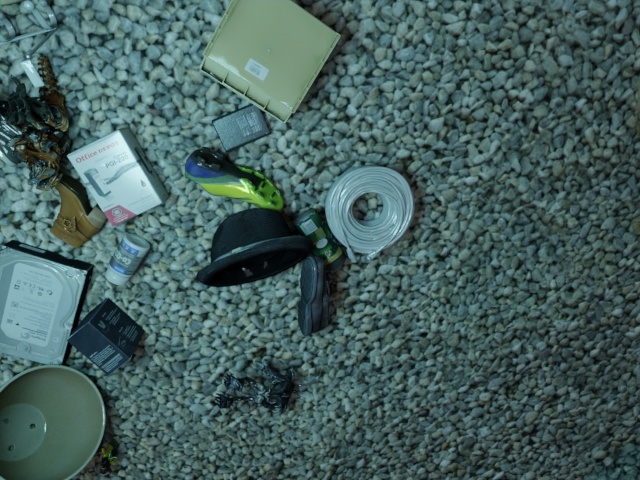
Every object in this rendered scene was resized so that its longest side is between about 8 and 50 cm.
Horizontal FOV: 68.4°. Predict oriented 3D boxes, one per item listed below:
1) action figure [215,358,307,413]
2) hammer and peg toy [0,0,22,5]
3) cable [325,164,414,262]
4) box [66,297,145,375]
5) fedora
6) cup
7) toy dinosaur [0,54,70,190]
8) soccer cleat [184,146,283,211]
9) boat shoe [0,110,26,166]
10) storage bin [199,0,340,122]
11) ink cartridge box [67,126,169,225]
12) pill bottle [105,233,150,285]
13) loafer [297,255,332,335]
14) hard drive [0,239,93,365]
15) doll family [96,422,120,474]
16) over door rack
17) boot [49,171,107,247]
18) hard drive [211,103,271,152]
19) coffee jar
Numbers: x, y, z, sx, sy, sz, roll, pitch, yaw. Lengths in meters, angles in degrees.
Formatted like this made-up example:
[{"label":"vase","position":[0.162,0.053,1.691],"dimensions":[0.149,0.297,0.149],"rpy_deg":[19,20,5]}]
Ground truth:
[{"label":"action figure","position":[-0.185,0.462,1.492],"dimensions":[0.276,0.141,0.164],"rpy_deg":[11,100,-36]},{"label":"hammer and peg toy","position":[-0.682,-0.744,1.042],"dimensions":[0.266,0.127,0.361],"rpy_deg":[-17,109,2]},{"label":"cable","position":[0.142,-0.092,1.359],"dimensions":[0.257,0.089,0.257],"rpy_deg":[-31,108,4]},{"label":"box","position":[-0.620,0.277,1.373],"dimensions":[0.093,0.156,0.158],"rpy_deg":[-37,108,8]},{"label":"fedora","position":[-0.193,0.010,1.308],"dimensions":[0.334,0.334,0.152],"rpy_deg":[-17,74,0]},{"label":"cup","position":[-0.852,0.555,1.387],"dimensions":[0.237,0.331,0.331],"rpy_deg":[-24,112,34]},{"label":"toy dinosaur","position":[-0.709,-0.293,1.162],"dimensions":[0.165,0.218,0.321],"rpy_deg":[-24,76,12]},{"label":"soccer cleat","position":[-0.240,-0.154,1.317],"dimensions":[0.289,0.093,0.121],"rpy_deg":[28,134,-18]},{"label":"boat shoe","position":[-0.841,-0.347,1.177],"dimensions":[0.096,0.112,0.335],"rpy_deg":[-34,114,-10]},{"label":"storage bin","position":[-0.127,-0.476,1.187],"dimensions":[0.262,0.123,0.260],"rpy_deg":[30,104,-14]},{"label":"ink cartridge box","position":[-0.538,-0.172,1.265],"dimensions":[0.159,0.092,0.217],"rpy_deg":[-25,107,3]},{"label":"pill bottle","position":[-0.554,0.056,1.346],"dimensions":[0.078,0.078,0.137],"rpy_deg":[31,103,-14]},{"label":"loafer","position":[-0.008,0.161,1.407],"dimensions":[0.095,0.109,0.302],"rpy_deg":[-8,131,-20]},{"label":"hard drive","position":[-0.829,0.191,1.374],"dimensions":[0.237,0.064,0.338],"rpy_deg":[20,106,-11]},{"label":"doll family","position":[-0.705,0.667,1.518],"dimensions":[0.076,0.111,0.192],"rpy_deg":[-26,109,3]},{"label":"over door rack","position":[-0.730,-0.430,1.041],"dimensions":[0.240,0.324,0.108],"rpy_deg":[-18,140,-2]},{"label":"boot","position":[-0.698,-0.081,1.292],"dimensions":[0.152,0.073,0.197],"rpy_deg":[-42,105,13]},{"label":"hard drive","position":[-0.216,-0.309,1.286],"dimensions":[0.135,0.022,0.094],"rpy_deg":[-22,109,2]},{"label":"coffee jar","position":[0.000,0.000,1.371],"dimensions":[0.079,0.096,0.184],"rpy_deg":[-34,109,-2]}]
